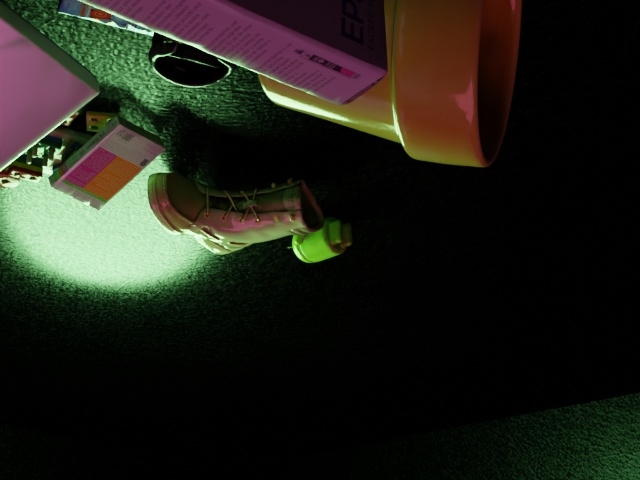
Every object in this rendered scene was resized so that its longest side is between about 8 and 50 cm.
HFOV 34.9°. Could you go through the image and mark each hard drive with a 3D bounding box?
[{"bbox_3d":[-0.446,-0.145,1.178,0.318,0.040,0.210,-34,137,16],"label":"hard drive"}]

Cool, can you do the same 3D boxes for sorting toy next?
[{"bbox_3d":[-0.387,-0.120,1.505,0.132,0.046,0.274,15,152,-31],"label":"sorting toy"}]

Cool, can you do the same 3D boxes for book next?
[{"bbox_3d":[-0.307,-0.111,1.467,0.144,0.035,0.096,-37,148,18],"label":"book"}]

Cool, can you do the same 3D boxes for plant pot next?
[{"bbox_3d":[0.070,-0.211,1.052,0.239,0.254,0.254,6,159,17],"label":"plant pot"}]

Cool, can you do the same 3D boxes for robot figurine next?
[{"bbox_3d":[0.000,0.000,1.749,0.115,0.067,0.101,-20,158,39],"label":"robot figurine"}]

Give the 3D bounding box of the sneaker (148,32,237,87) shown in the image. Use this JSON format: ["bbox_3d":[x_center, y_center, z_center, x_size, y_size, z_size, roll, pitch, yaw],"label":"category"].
[{"bbox_3d":[-0.098,-0.258,0.979,0.104,0.147,0.296,8,152,-14],"label":"sneaker"}]

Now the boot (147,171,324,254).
[{"bbox_3d":[-0.128,-0.055,1.590,0.203,0.095,0.262,-10,156,23],"label":"boot"}]

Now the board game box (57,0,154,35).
[{"bbox_3d":[-0.197,-0.298,1.110,0.136,0.035,0.201,11,154,-23],"label":"board game box"}]

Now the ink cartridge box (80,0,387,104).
[{"bbox_3d":[-0.095,-0.297,0.752,0.330,0.324,0.071,18,150,-35],"label":"ink cartridge box"}]
